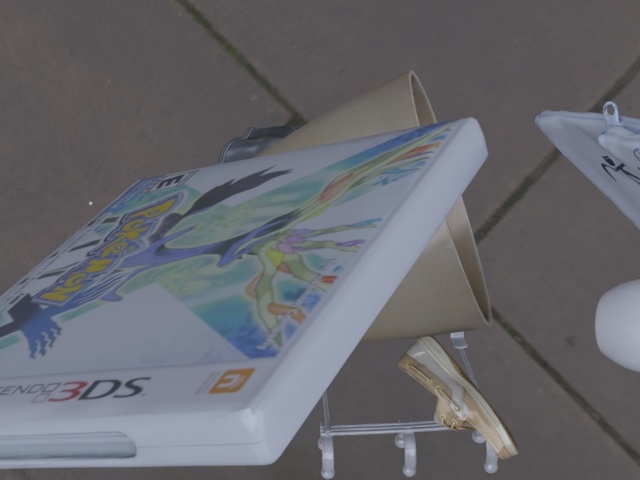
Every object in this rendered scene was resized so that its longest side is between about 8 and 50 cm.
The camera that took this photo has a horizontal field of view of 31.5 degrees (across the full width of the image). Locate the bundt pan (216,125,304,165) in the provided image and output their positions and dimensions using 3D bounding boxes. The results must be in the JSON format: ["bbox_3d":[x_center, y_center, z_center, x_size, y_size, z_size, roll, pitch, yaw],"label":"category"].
[{"bbox_3d":[-0.025,-0.042,1.877,0.330,0.124,0.331,14,70,-44],"label":"bundt pan"}]

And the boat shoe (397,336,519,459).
[{"bbox_3d":[0.146,0.177,1.230,0.059,0.063,0.170,-39,57,0],"label":"boat shoe"}]

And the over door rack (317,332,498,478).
[{"bbox_3d":[0.112,0.222,1.614,0.239,0.324,0.108,-2,120,-1],"label":"over door rack"}]

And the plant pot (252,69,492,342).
[{"bbox_3d":[0.000,0.000,1.112,0.274,0.256,0.257,-18,96,12],"label":"plant pot"}]

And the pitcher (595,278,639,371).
[{"bbox_3d":[0.471,0.140,1.483,0.207,0.125,0.178,1,93,33],"label":"pitcher"}]

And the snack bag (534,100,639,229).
[{"bbox_3d":[0.328,0.010,0.885,0.323,0.342,0.037,40,88,-18],"label":"snack bag"}]

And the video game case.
[{"bbox_3d":[-0.083,0.026,0.705,0.299,0.329,0.036,-8,115,32],"label":"video game case"}]
